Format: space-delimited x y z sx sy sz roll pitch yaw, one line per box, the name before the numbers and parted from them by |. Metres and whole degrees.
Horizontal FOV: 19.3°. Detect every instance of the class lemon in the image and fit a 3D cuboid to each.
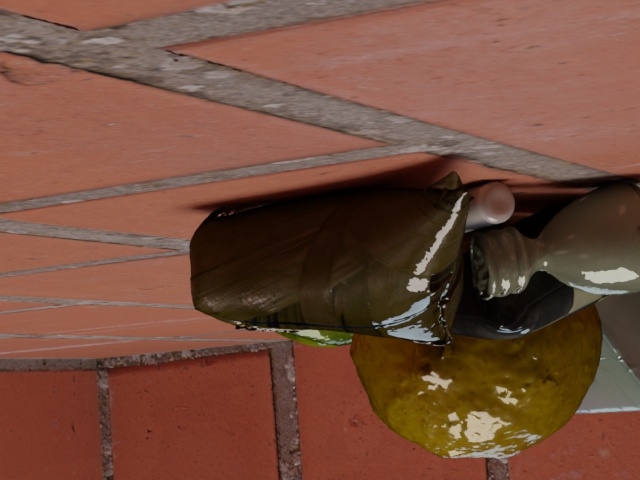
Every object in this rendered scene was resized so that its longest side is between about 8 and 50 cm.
lemon | 0.174 0.112 2.088 0.268 0.268 0.322 -6 174 22

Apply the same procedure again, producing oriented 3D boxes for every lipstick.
lipstick | 0.129 -0.026 1.738 0.040 0.040 0.141 -1 173 -26

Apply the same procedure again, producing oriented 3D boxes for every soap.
soap | 0.295 0.112 2.353 0.115 0.208 0.347 -44 -165 -25

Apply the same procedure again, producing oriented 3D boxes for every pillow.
pillow | 0.218 0.030 1.872 0.250 0.106 0.186 -25 -170 -29

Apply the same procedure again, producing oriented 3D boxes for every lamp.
lamp | 0.233 0.006 1.739 0.193 0.106 0.106 -9 176 -13

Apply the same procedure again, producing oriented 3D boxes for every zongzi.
zongzi | 0.000 0.000 1.637 0.260 0.123 0.289 4 162 6

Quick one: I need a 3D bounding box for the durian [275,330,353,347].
durian | 0.004 0.068 2.334 0.250 0.101 0.139 0 -152 -36
